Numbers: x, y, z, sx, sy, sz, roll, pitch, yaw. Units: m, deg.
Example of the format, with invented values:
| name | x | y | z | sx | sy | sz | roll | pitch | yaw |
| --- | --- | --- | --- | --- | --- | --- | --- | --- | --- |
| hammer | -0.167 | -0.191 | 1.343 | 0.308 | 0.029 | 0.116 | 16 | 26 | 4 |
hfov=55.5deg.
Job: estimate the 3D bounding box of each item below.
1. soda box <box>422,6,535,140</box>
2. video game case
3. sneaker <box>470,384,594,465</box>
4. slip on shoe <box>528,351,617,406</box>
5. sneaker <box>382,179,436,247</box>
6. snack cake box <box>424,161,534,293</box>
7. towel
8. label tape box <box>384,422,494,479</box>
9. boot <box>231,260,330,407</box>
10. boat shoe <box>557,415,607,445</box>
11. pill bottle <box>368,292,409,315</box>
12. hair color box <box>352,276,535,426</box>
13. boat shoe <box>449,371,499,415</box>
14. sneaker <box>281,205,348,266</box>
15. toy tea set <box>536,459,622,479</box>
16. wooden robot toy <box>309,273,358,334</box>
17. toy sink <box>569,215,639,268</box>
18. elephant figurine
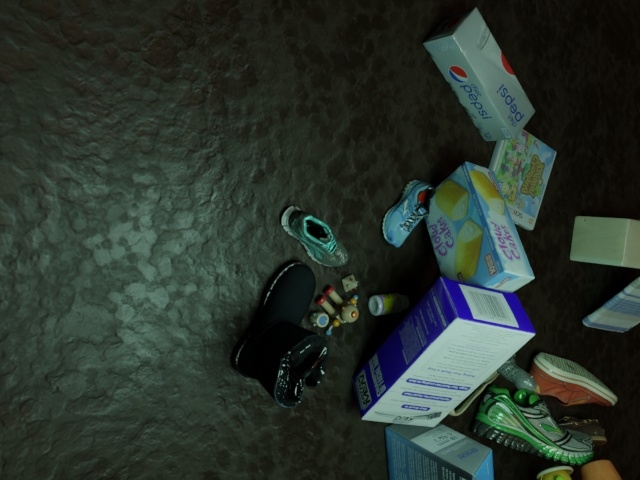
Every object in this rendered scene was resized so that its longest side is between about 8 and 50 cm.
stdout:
| name | x | y | z | sx | sy | sz | roll | pitch | yaw |
| --- | --- | --- | --- | --- | --- | --- | --- | --- | --- |
| soda box | 0.350 | -0.354 | 1.325 | 0.098 | 0.091 | 0.286 | -50 | 118 | -18 |
| video game case | 0.478 | -0.154 | 1.466 | 0.193 | 0.023 | 0.212 | 22 | 83 | -32 |
| sneaker | 0.537 | 0.451 | 1.483 | 0.344 | 0.134 | 0.146 | 22 | 79 | -20 |
| slip on shoe | 0.655 | 0.382 | 1.593 | 0.332 | 0.123 | 0.101 | 22 | 106 | -32 |
| sneaker | 0.187 | -0.058 | 1.265 | 0.063 | 0.073 | 0.162 | 35 | 77 | -30 |
| snack cake box | 0.308 | -0.006 | 1.229 | 0.089 | 0.152 | 0.264 | 12 | 51 | -32 |
| towel | 0.861 | 0.150 | 1.633 | 0.209 | 0.034 | 0.285 | 11 | 132 | -32 |
| label tape box | 0.278 | 0.528 | 1.232 | 0.106 | 0.334 | 0.240 | -12 | 102 | -30 |
| boot | -0.041 | 0.157 | 1.068 | 0.094 | 0.207 | 0.246 | 40 | 74 | -29 |
| boat shoe | 0.675 | 0.511 | 1.639 | 0.207 | 0.073 | 0.073 | 11 | 52 | -24 |
| pill bottle | 0.145 | 0.133 | 1.278 | 0.083 | 0.043 | 0.043 | -3 | 97 | -32 |
| hair color box | 0.225 | 0.228 | 1.178 | 0.185 | 0.110 | 0.338 | 14 | 128 | -25 |
| boat shoe | 0.371 | 0.289 | 1.403 | 0.302 | 0.098 | 0.109 | -37 | 113 | -23 |
| sneaker | 0.000 | 0.000 | 1.154 | 0.166 | 0.076 | 0.065 | 38 | 76 | -29 |
| toy tea set | 0.622 | 0.646 | 1.479 | 0.200 | 0.124 | 0.336 | -11 | 141 | 2 |
| wooden robot toy | 0.036 | 0.140 | 1.190 | 0.173 | 0.079 | 0.076 | -51 | 118 | -18 |
| toy sink | 0.805 | 0.005 | 1.613 | 0.234 | 0.153 | 0.131 | 7 | 91 | -31 |
| elephant figurine | 0.351 | 0.184 | 1.296 | 0.186 | 0.239 | 0.169 | 40 | 75 | -29 |
